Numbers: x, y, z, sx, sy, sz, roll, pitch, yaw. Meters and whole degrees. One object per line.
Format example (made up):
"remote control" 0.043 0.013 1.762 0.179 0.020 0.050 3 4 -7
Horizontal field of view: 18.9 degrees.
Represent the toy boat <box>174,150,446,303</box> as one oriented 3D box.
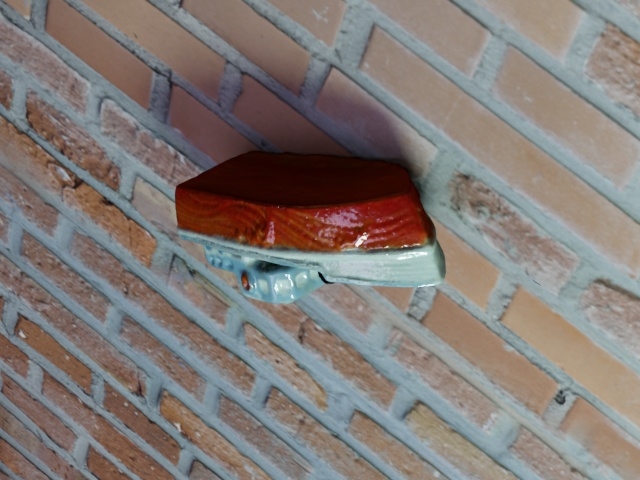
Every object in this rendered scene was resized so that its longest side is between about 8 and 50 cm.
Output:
"toy boat" 0.000 0.000 1.894 0.332 0.145 0.133 8 119 49
